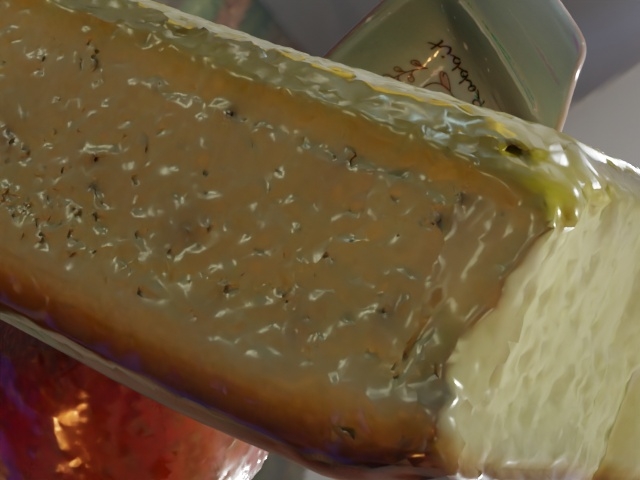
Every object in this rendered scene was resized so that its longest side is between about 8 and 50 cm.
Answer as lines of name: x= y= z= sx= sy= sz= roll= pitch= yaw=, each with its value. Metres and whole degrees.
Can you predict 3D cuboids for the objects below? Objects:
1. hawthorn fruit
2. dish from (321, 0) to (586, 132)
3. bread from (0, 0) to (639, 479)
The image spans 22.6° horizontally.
hawthorn fruit: x=-0.156 y=0.108 z=1.265 sx=0.275 sy=0.300 sz=0.275 roll=-2 pitch=-172 yaw=0
dish: x=0.067 y=-0.066 z=0.987 sx=0.234 sy=0.064 sz=0.154 roll=-42 pitch=-118 yaw=26
bread: x=0.000 y=0.000 z=0.679 sx=0.333 sy=0.323 sz=0.143 roll=22 pitch=-87 yaw=33
